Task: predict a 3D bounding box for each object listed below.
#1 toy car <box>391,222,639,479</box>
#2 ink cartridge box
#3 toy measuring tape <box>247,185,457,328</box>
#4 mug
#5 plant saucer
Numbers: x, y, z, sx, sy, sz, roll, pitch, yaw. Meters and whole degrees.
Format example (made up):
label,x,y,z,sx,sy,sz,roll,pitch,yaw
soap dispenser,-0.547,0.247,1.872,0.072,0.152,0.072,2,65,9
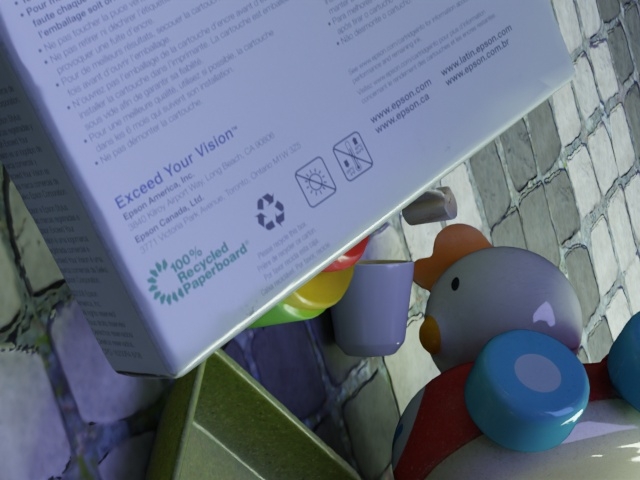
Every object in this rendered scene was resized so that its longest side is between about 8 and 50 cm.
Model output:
label,x,y,z,sx,sy,sz,roll,pitch,yaw
toy car,0.120,0.085,0.974,0.210,0.219,0.238,-7,50,-25
ink cartridge box,-0.040,-0.156,0.679,0.324,0.071,0.330,-36,109,-35
toy measuring tape,0.000,0.000,0.849,0.330,0.121,0.121,13,70,-59
mug,0.038,0.046,0.957,0.078,0.062,0.064,-4,93,-54
plant saucer,-0.049,0.182,0.773,0.188,0.045,0.188,48,42,-44
